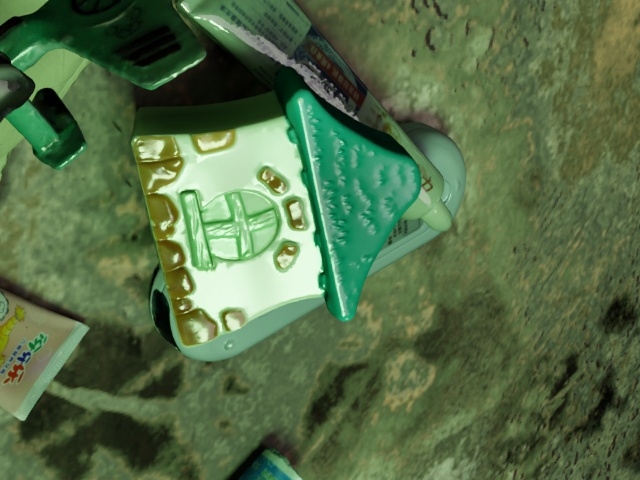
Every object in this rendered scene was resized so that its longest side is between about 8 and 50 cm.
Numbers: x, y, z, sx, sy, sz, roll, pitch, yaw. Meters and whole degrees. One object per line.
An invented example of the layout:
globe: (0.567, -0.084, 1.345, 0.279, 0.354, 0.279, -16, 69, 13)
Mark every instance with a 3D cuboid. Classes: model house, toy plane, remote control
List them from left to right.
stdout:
toy plane: (-0.216, -0.005, 0.525, 0.381, 0.155, 0.106, -36, 136, 0)
model house: (-0.020, -0.025, 0.714, 0.149, 0.100, 0.127, -14, 107, -4)
remote control: (0.000, 0.000, 0.845, 0.244, 0.047, 0.087, -30, 133, -25)

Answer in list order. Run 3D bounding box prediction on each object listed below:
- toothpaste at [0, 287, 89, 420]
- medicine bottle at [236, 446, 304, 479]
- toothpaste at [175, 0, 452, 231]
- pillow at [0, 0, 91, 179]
toothpaste: (-0.200, 0.040, 0.690, 0.067, 0.043, 0.194, -56, 143, -5)
medicine bottle: (-0.082, 0.227, 0.894, 0.191, 0.051, 0.051, -47, 136, -14)
toothpaste: (0.008, -0.082, 0.782, 0.233, 0.038, 0.060, 45, 74, -28)
pillow: (-0.158, -0.186, 0.572, 0.281, 0.076, 0.274, -52, 135, -8)
